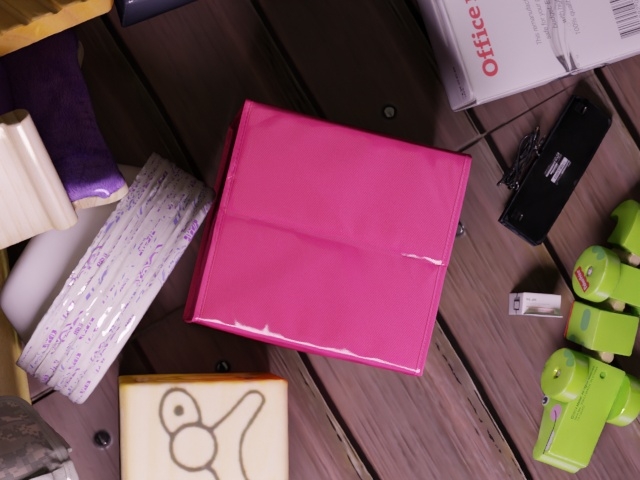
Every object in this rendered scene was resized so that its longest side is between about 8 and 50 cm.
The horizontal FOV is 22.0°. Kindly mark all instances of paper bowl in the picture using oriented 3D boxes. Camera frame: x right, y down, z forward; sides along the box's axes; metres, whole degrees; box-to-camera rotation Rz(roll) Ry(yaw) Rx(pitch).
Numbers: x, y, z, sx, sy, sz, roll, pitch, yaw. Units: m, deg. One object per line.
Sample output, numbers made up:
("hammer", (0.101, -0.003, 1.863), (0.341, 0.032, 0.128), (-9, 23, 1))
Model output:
("paper bowl", (-0.248, 0.027, 1.825), (0.148, 0.284, 0.284), (34, 84, -6))

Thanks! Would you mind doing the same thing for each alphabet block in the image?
("alphabet block", (-0.137, 0.253, 1.879), (0.192, 0.193, 0.197), (0, 88, -9))

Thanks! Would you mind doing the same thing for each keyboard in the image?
("keyboard", (0.278, -0.096, 2.039), (0.100, 0.038, 0.192), (35, 82, -29))

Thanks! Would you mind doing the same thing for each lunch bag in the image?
("lunch bag", (-0.390, 0.265, 1.689), (0.235, 0.287, 0.168), (-19, 92, -24))

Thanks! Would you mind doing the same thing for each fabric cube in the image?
("fabric cube", (0.000, 0.000, 1.879), (0.258, 0.254, 0.259), (14, 87, -6))

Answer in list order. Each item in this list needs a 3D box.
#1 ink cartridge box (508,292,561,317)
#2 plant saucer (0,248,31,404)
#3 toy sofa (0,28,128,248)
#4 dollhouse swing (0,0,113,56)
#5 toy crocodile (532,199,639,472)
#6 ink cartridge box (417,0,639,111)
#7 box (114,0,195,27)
("ink cartridge box", (0.262, 0.078, 1.997), (0.048, 0.083, 0.028), (4, 88, -8))
("plant saucer", (-0.506, 0.151, 1.887), (0.333, 0.081, 0.332), (-9, 88, -8))
("toy sofa", (-0.339, -0.163, 1.778), (0.177, 0.362, 0.150), (-21, 130, -2))
("dollhouse swing", (-0.417, -0.380, 1.721), (0.347, 0.305, 0.315), (-28, 126, -33))
("toy crocodile", (0.339, 0.115, 2.002), (0.115, 0.105, 0.340), (17, 91, -24))
("ink cartridge box", (0.279, -0.308, 1.991), (0.308, 0.129, 0.223), (-18, 91, -8))
("box", (-0.128, -0.461, 1.914), (0.343, 0.179, 0.312), (-23, 92, -8))
